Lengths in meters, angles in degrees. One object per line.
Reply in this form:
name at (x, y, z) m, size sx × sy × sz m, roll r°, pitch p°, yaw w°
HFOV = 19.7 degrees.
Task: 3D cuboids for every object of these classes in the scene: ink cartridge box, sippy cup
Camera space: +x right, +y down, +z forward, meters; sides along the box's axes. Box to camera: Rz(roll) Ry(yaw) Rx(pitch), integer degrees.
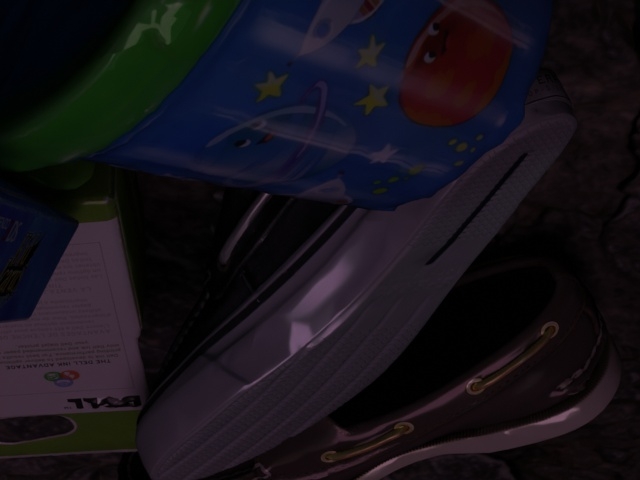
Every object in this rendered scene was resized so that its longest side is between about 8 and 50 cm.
ink cartridge box at (-0.191, 0.023, 1.030) m, size 0.189 × 0.097 × 0.255 m, roll -4°, pitch 145°, yaw 0°
sippy cup at (-0.028, -0.118, 0.778) m, size 0.224 × 0.240 × 0.305 m, roll 20°, pitch 178°, yaw -40°

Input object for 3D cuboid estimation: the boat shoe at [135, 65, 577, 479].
boat shoe at (0.000, 0.000, 0.990) m, size 0.121 × 0.119 × 0.335 m, roll 0°, pitch 140°, yaw -52°

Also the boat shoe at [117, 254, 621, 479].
boat shoe at (0.015, 0.095, 1.120) m, size 0.324 × 0.116 × 0.097 m, roll -18°, pitch 134°, yaw 13°

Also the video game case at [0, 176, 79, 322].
video game case at (-0.232, -0.047, 0.766) m, size 0.244 × 0.061 × 0.269 m, roll 28°, pitch 178°, yaw -1°
